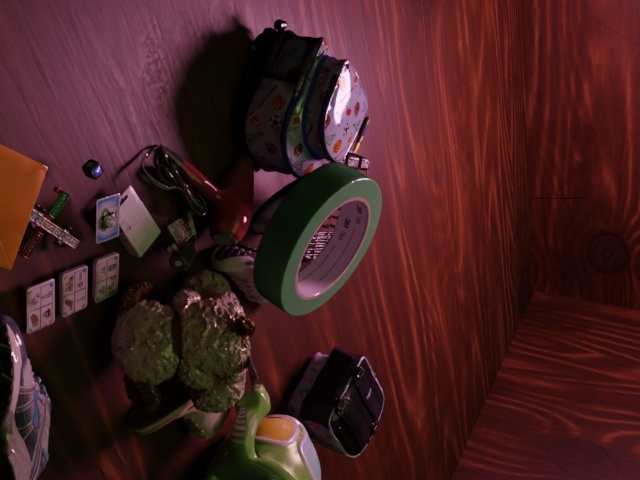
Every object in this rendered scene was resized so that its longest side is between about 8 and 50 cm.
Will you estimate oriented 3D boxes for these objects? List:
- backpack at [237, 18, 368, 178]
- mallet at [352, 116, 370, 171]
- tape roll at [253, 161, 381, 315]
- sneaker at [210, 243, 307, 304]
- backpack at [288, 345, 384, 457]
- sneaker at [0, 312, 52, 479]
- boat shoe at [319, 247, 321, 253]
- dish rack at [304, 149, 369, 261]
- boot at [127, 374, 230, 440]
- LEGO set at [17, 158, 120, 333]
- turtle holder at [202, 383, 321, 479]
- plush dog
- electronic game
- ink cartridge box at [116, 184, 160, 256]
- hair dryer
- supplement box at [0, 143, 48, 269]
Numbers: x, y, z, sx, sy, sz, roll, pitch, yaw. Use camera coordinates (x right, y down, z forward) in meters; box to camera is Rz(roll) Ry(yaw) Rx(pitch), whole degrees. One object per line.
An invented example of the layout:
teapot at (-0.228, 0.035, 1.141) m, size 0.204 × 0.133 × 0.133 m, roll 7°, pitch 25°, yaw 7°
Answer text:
backpack at (-0.035, -0.257, 1.445) m, size 0.263 × 0.213 × 0.276 m, roll -62°, pitch 150°, yaw -9°
mallet at (0.091, -0.250, 1.821) m, size 0.062 × 0.039 × 0.190 m, roll 47°, pitch 54°, yaw -51°
tape roll at (0.000, 0.000, 1.433) m, size 0.321 × 0.077 × 0.321 m, roll -41°, pitch 150°, yaw -31°
sneaker at (-0.130, 0.076, 1.478) m, size 0.292 × 0.110 × 0.118 m, roll 18°, pitch 92°, yaw -59°
backpack at (0.051, 0.418, 1.792) m, size 0.225 × 0.191 × 0.253 m, roll -59°, pitch 137°, yaw -28°
sneaker at (-0.447, 0.230, 1.006) m, size 0.122 × 0.110 × 0.283 m, roll -46°, pitch 141°, yaw -70°
boat shoe at (0.044, 0.039, 1.815) m, size 0.142 × 0.040 × 0.049 m, roll 26°, pitch 76°, yaw -59°
dish rack at (0.023, -0.084, 1.687) m, size 0.208 × 0.074 × 0.272 m, roll 0°, pitch 103°, yaw -47°
boot at (-0.261, 0.332, 1.350) m, size 0.213 × 0.077 × 0.165 m, roll -36°, pitch 140°, yaw -35°
LEGO set at (-0.389, -0.001, 1.079) m, size 0.182 × 0.060 × 0.244 m, roll -29°, pitch 135°, yaw -54°
turtle holder at (-0.130, 0.476, 1.501) m, size 0.320 × 0.243 × 0.227 m, roll 50°, pitch 35°, yaw -15°
plush dog at (-0.240, 0.173, 1.201) m, size 0.225 × 0.210 × 0.262 m, roll -5°, pitch 79°, yaw -20°
electronic game at (-0.049, -0.082, 1.486) m, size 0.048 × 0.229 × 0.229 m, roll 57°, pitch 30°, yaw 13°
ink cartridge box at (-0.320, -0.033, 1.186) m, size 0.063 × 0.029 × 0.115 m, roll -58°, pitch 143°, yaw -33°
hair dryer at (-0.199, -0.091, 1.315) m, size 0.293 × 0.080 × 0.224 m, roll -40°, pitch 124°, yaw -58°
supplement box at (-0.457, -0.067, 0.776) m, size 0.191 × 0.194 × 0.129 m, roll 32°, pitch 71°, yaw -58°
